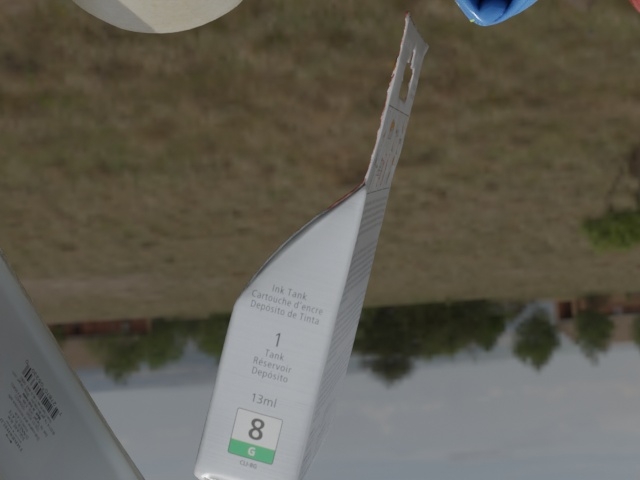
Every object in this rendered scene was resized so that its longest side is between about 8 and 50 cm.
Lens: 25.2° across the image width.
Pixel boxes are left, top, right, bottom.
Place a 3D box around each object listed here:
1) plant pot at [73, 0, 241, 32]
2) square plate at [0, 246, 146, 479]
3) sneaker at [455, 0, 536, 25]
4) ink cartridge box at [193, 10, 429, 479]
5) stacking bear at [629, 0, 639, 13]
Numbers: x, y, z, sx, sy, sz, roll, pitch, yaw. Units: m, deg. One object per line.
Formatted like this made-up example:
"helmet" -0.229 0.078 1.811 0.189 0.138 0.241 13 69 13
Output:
"plant pot" -0.147 -0.327 1.164 0.334 0.333 0.305 -4 167 1
"square plate" -0.184 0.136 0.636 0.049 0.347 0.344 -16 -157 27
"sneaker" 0.108 -0.193 0.928 0.126 0.091 0.240 -38 -170 -18
"ink cartridge box" 0.000 0.000 0.712 0.056 0.224 0.181 12 -175 5
"stacking bear" 0.225 -0.285 1.004 0.164 0.289 0.175 -34 -166 -18
